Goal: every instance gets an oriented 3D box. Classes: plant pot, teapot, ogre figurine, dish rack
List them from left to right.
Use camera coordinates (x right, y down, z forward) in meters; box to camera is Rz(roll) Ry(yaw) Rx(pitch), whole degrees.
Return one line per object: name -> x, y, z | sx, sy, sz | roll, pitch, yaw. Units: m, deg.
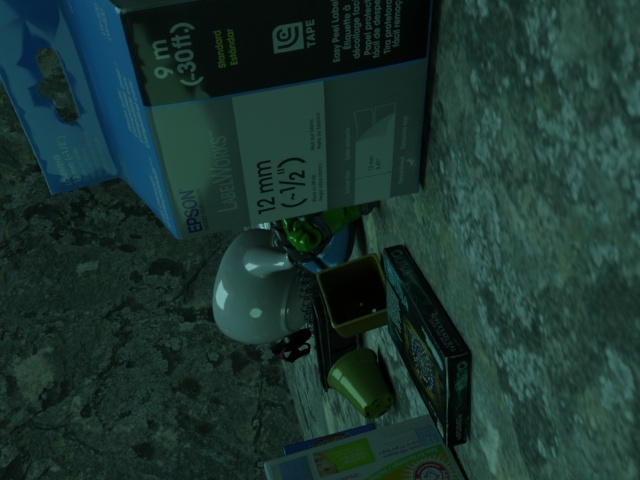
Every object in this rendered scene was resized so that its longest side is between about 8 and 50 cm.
teapot -> -0.085, 0.105, 1.567 | 0.256, 0.187, 0.252 | -26, -53, -68
ogre figurine -> -0.002, -0.066, 0.971 | 0.197, 0.118, 0.097 | -121, 15, -67
dish rack -> 0.000, 0.095, 1.337 | 0.271, 0.074, 0.208 | -113, 14, -48
plant pot -> 0.050, 0.080, 0.995 | 0.083, 0.081, 0.081 | 68, -177, -59
plant pot -> 0.065, 0.212, 1.121 | 0.079, 0.083, 0.083 | 51, 156, 41

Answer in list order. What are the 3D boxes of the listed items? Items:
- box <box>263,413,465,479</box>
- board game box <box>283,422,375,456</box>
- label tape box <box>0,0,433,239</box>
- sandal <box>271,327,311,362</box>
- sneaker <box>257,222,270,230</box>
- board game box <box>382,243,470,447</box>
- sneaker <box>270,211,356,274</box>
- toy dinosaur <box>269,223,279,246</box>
box -> 0.053, 0.290, 0.866 | 0.114, 0.203, 0.103 | -116, 15, -48
board game box -> 0.018, 0.397, 1.390 | 0.210, 0.160, 0.047 | 92, 163, -58
label tape box -> -0.088, -0.125, 0.665 | 0.249, 0.348, 0.115 | 87, 166, -50
sandal -> -0.045, 0.183, 1.325 | 0.179, 0.067, 0.040 | 118, 128, -76
sneaker -> -0.095, -0.013, 1.757 | 0.086, 0.085, 0.237 | 142, 112, -72
board game box -> 0.108, 0.106, 0.821 | 0.186, 0.026, 0.126 | -115, 15, -53
sneaker -> -0.019, -0.115, 1.124 | 0.140, 0.125, 0.340 | 12, -121, -70
toy dinosaur -> -0.091, -0.151, 1.415 | 0.160, 0.121, 0.313 | -141, 32, -65
